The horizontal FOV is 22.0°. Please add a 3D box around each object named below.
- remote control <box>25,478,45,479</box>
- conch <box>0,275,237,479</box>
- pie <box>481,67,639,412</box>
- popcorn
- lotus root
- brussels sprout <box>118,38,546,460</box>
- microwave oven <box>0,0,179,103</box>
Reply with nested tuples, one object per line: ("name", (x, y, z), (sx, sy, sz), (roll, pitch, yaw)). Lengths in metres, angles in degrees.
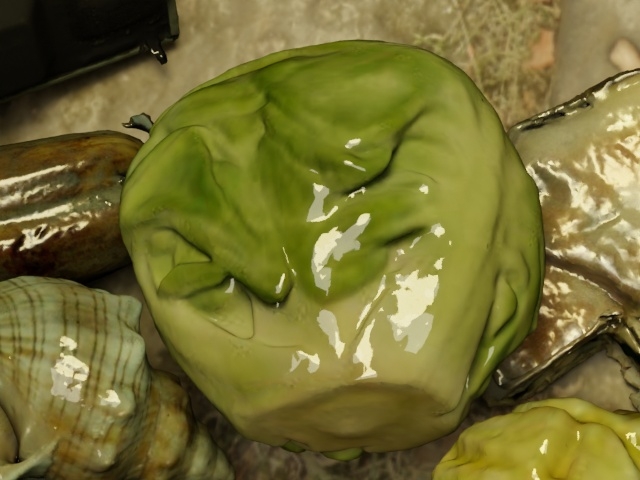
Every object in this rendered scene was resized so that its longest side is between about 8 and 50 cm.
("remote control", (-0.172, 0.208, 1.298), (0.090, 0.038, 0.309), (-30, 73, 0))
("conch", (-0.244, 0.111, 1.228), (0.386, 0.169, 0.203), (19, 74, -1))
("pie", (0.265, 0.021, 1.264), (0.337, 0.075, 0.338), (-2, 73, 8))
("popcorn", (0.192, 0.234, 1.123), (0.293, 0.293, 0.237), (16, 68, 12))
("lotus root", (-0.233, -0.017, 1.305), (0.241, 0.123, 0.124), (-13, 75, -11))
("brussels sprout", (0.000, 0.000, 1.210), (0.328, 0.247, 0.328), (-18, 61, 35))
("microwave oven", (-0.322, -0.251, 1.301), (0.355, 0.218, 0.286), (-21, 68, -10))
